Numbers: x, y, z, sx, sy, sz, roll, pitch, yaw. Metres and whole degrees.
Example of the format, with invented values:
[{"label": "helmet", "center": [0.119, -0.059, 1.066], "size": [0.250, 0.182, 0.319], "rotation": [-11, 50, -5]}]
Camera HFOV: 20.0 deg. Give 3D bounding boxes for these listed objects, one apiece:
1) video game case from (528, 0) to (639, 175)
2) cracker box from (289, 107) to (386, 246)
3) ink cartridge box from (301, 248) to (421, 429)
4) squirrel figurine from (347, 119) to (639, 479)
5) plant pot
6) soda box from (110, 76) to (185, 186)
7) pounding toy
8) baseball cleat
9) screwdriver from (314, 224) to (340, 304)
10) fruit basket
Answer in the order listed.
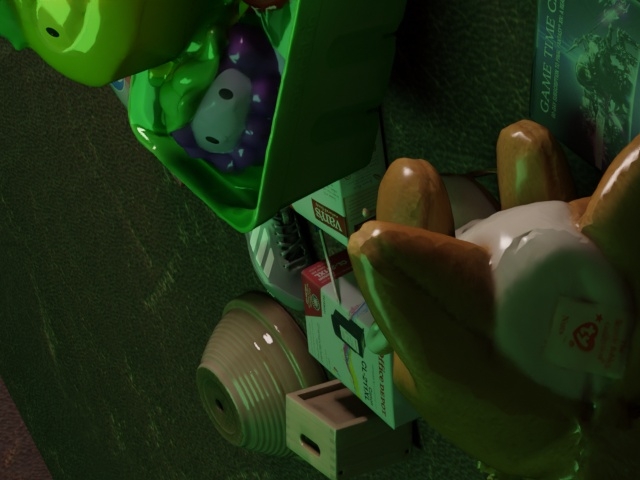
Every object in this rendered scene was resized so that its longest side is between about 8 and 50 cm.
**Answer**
[{"label": "video game case", "center": [0.269, -0.112, 1.475], "size": [0.274, 0.026, 0.196], "rotation": [44, 149, 39]}, {"label": "cracker box", "center": [-0.002, -0.127, 1.950], "size": [0.156, 0.067, 0.232], "rotation": [34, 143, 48]}, {"label": "ink cartridge box", "center": [0.059, 0.110, 2.047], "size": [0.175, 0.072, 0.127], "rotation": [40, 145, 44]}, {"label": "squirrel figurine", "center": [0.167, 0.099, 1.575], "size": [0.397, 0.281, 0.370], "rotation": [66, 167, -8]}, {"label": "plant pot", "center": [-0.088, 0.195, 2.379], "size": [0.237, 0.110, 0.237], "rotation": [46, 151, 36]}, {"label": "soda box", "center": [-0.203, -0.199, 2.263], "size": [0.263, 0.083, 0.092], "rotation": [54, 154, 23]}, {"label": "pounding toy", "center": [0.034, 0.226, 2.164], "size": [0.141, 0.130, 0.100], "rotation": [29, 126, 52]}, {"label": "baseball cleat", "center": [-0.051, -0.015, 2.152], "size": [0.206, 0.072, 0.109], "rotation": [60, 149, 1]}, {"label": "screwdriver", "center": [0.000, 0.000, 2.044], "size": [0.024, 0.025, 0.170], "rotation": [117, 151, -51]}, {"label": "fruit basket", "center": [-0.124, -0.217, 1.673], "size": [0.283, 0.392, 0.392], "rotation": [41, 146, 42]}]
